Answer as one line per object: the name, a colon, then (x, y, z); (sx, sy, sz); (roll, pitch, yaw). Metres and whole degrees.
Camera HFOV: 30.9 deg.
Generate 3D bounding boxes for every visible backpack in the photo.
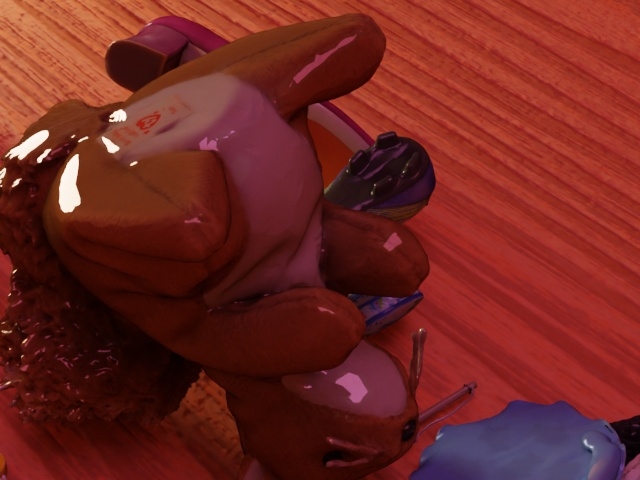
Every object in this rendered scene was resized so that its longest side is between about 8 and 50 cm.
backpack: (0.053, 0.044, 1.152); (0.105, 0.114, 0.084); (-25, 72, -32)

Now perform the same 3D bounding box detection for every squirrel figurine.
squirrel figurine: (-0.093, 0.054, 0.995); (0.396, 0.370, 0.281); (-4, 37, 30)

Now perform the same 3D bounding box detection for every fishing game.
fishing game: (0.171, 0.201, 1.006); (0.189, 0.041, 0.264); (-29, 27, -26)

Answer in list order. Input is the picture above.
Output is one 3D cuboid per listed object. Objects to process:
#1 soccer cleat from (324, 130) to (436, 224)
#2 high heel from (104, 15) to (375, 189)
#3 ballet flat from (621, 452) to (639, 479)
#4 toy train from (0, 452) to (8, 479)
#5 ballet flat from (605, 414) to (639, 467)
soccer cleat: (0.001, 0.001, 1.207); (0.289, 0.121, 0.093); (-34, 55, -10)
high heel: (-0.058, -0.162, 1.363); (0.377, 0.127, 0.181); (32, 26, 7)
ballet flat: (0.276, 0.269, 0.934); (0.147, 0.147, 0.409); (37, 53, 27)
toy train: (-0.311, 0.226, 0.963); (0.125, 0.046, 0.166); (-29, 52, -31)
ballet flat: (0.281, 0.194, 1.089); (0.173, 0.058, 0.049); (-8, 7, -19)
